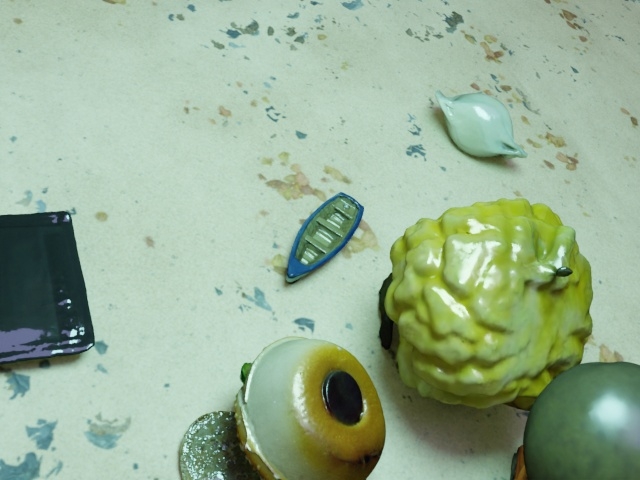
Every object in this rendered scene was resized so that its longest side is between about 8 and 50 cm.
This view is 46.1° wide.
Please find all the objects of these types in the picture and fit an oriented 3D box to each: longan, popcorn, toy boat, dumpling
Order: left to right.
[{"bbox_3d":[0.000,0.000,1.268,0.080,0.046,0.229,34,49,4],"label":"toy boat"},{"bbox_3d":[0.226,0.090,1.141,0.349,0.381,0.349,-4,96,-36],"label":"popcorn"},{"bbox_3d":[0.332,-0.239,1.566,0.229,0.124,0.151,43,13,5],"label":"dumpling"},{"bbox_3d":[0.382,0.281,0.968,0.248,0.248,0.248,12,50,-15],"label":"longan"}]

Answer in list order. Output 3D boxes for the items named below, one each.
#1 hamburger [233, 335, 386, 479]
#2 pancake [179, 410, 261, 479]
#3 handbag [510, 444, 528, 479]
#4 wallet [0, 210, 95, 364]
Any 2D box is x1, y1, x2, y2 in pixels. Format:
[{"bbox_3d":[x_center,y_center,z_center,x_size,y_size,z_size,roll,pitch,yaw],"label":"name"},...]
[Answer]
[{"bbox_3d":[-0.011,0.238,1.000,0.237,0.147,0.237,30,43,-32],"label":"hamburger"},{"bbox_3d":[-0.121,0.291,1.002,0.139,0.022,0.140,12,50,-14],"label":"pancake"},{"bbox_3d":[0.367,0.487,1.004,0.303,0.116,0.410,25,48,1],"label":"handbag"},{"bbox_3d":[-0.484,0.066,1.011,0.322,0.041,0.247,-6,56,-23],"label":"wallet"}]
